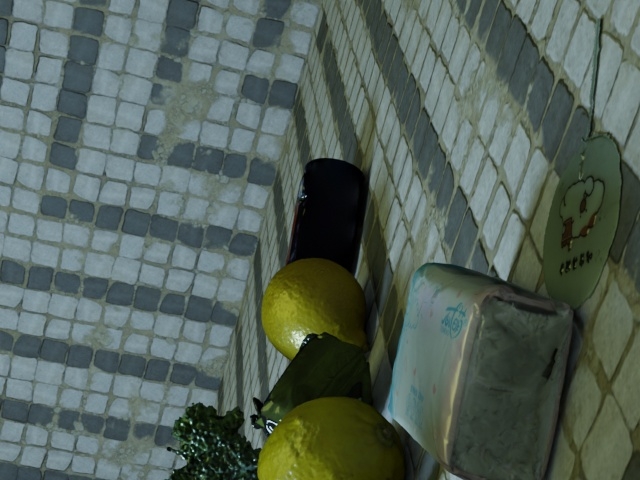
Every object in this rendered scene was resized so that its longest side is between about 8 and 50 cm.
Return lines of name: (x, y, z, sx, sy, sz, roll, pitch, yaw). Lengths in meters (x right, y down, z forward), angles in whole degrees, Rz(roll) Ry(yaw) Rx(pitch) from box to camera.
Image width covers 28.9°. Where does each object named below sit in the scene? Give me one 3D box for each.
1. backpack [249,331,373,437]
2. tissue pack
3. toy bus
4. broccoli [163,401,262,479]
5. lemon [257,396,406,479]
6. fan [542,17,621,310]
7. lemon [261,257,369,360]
backpack: (-0.010, 0.275, 1.950, 0.207, 0.140, 0.253, -48, -30, -33)
tissue pack: (0.165, 0.137, 1.335, 0.271, 0.124, 0.201, -154, 72, -79)
toy bus: (0.000, 0.000, 2.385, 0.147, 0.127, 0.303, 122, 158, -71)
broccoli: (-0.104, 0.499, 2.117, 0.397, 0.275, 0.353, 68, -149, -58)
lemon: (0.016, 0.314, 1.728, 0.231, 0.192, 0.192, -40, 29, 28)
fan: (0.274, -0.085, 1.295, 0.191, 0.009, 0.329, 135, 145, -73)
lemon: (-0.008, 0.126, 2.143, 0.244, 0.187, 0.187, 42, 126, 41)
